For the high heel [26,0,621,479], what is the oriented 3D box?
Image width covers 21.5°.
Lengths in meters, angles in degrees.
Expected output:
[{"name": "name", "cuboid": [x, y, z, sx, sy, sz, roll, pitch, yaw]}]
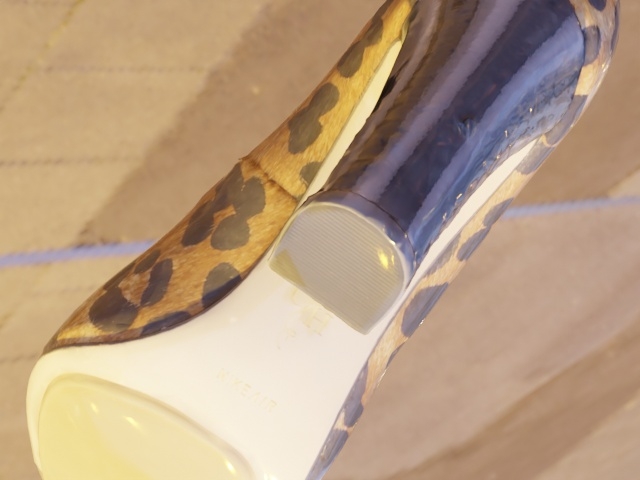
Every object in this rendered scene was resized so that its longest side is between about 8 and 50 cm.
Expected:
[{"name": "high heel", "cuboid": [0.000, 0.000, 0.570, 0.261, 0.093, 0.186, -42, -172, 49]}]
